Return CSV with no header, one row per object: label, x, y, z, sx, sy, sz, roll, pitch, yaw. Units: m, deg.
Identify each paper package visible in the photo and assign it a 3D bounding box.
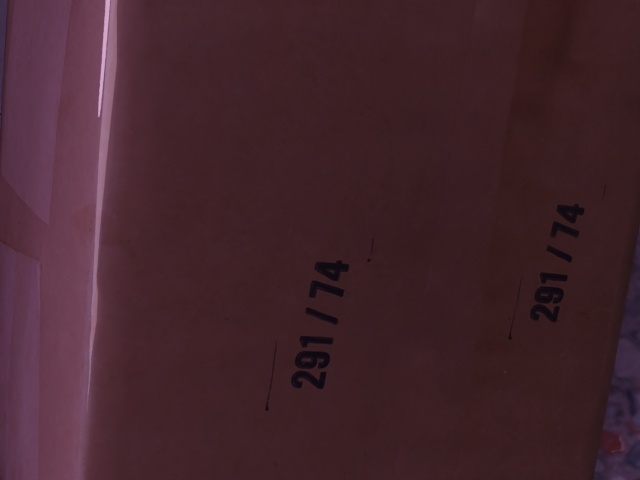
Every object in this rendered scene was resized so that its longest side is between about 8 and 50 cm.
paper package,0.000,0.000,0.588,0.309,0.168,0.325,-1,104,-28

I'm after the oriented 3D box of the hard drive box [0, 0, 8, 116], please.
hard drive box,-0.243,-0.202,0.659,0.181,0.089,0.232,20,105,34
